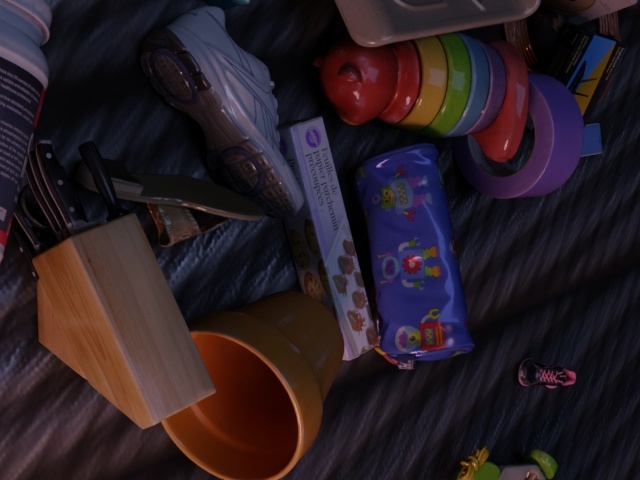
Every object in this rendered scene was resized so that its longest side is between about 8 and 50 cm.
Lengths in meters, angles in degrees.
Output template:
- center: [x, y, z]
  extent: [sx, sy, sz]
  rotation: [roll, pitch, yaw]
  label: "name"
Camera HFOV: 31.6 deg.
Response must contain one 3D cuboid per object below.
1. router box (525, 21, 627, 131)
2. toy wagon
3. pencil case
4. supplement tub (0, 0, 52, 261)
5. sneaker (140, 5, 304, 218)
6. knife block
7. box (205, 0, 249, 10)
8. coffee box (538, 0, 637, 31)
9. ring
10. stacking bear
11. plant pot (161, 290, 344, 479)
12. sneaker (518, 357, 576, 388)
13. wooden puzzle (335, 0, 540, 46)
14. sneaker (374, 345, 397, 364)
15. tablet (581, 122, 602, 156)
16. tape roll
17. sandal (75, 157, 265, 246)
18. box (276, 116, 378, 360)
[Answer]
- center: [0.409, -0.257, 1.842]
  extent: [0.133, 0.046, 0.179]
  rotation: [4, 119, -43]
  label: "router box"
- center: [0.290, 0.450, 1.758]
  extent: [0.267, 0.068, 0.344]
  rotation: [-49, 119, -32]
  label: "toy wagon"
- center: [0.122, 0.022, 1.550]
  extent: [0.119, 0.133, 0.306]
  rotation: [24, 56, -77]
  label: "pencil case"
- center: [-0.370, -0.114, 1.077]
  extent: [0.191, 0.191, 0.272]
  rotation: [21, 75, -40]
  label: "supplement tub"
- center: [-0.094, -0.158, 1.395]
  extent: [0.129, 0.111, 0.297]
  rotation: [-51, 122, -38]
  label: "sneaker"
- center: [-0.224, 0.029, 1.184]
  extent: [0.088, 0.276, 0.242]
  rotation: [-25, 135, -40]
  label: "knife block"
- center: [-0.179, -0.378, 1.349]
  extent: [0.244, 0.060, 0.100]
  rotation: [26, 72, -39]
  label: "box"
- center: [0.360, -0.484, 1.748]
  extent: [0.297, 0.168, 0.119]
  rotation: [44, 61, -23]
  label: "coffee box"
- center: [0.420, -0.377, 1.923]
  extent: [0.337, 0.032, 0.336]
  rotation: [1, 88, -42]
  label: "ring"
- center: [0.130, -0.216, 1.570]
  extent: [0.289, 0.175, 0.164]
  rotation: [2, 116, -31]
  label: "stacking bear"
- center: [-0.067, 0.157, 1.362]
  extent: [0.188, 0.205, 0.205]
  rotation: [-40, 116, -53]
  label: "plant pot"
- center: [0.372, 0.219, 1.846]
  extent: [0.119, 0.057, 0.047]
  rotation: [9, 85, -41]
  label: "sneaker"
- center: [0.115, -0.425, 1.567]
  extent: [0.348, 0.080, 0.322]
  rotation: [-19, 82, -37]
  label: "wooden puzzle"
- center: [0.132, 0.093, 1.625]
  extent: [0.067, 0.064, 0.175]
  rotation: [35, 63, -26]
  label: "sneaker"
- center: [0.466, -0.175, 1.977]
  extent: [0.083, 0.006, 0.054]
  rotation: [-12, 97, -41]
  label: "tablet"
- center: [0.294, -0.158, 1.693]
  extent: [0.080, 0.189, 0.189]
  rotation: [-6, 93, -44]
  label: "tape roll"
- center: [-0.187, -0.033, 1.341]
  extent: [0.240, 0.088, 0.079]
  rotation: [14, 111, -35]
  label: "sandal"
- center: [0.000, 0.000, 1.502]
  extent: [0.063, 0.067, 0.324]
  rotation: [-24, 106, -41]
  label: "box"
